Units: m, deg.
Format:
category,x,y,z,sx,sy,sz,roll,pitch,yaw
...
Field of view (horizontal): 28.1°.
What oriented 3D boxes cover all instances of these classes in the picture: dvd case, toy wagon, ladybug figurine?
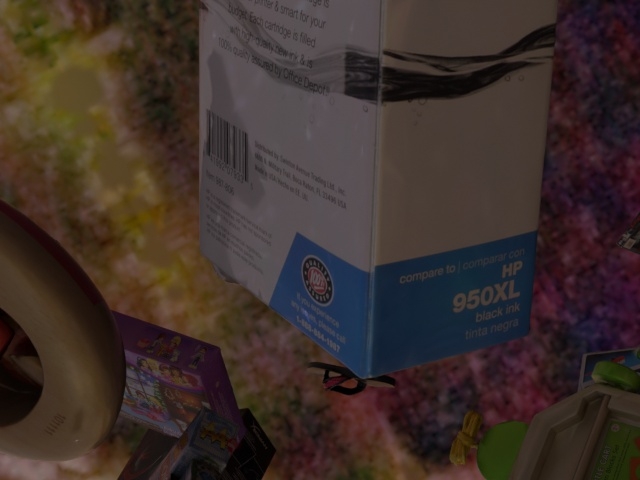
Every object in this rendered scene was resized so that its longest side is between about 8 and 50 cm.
category,x,y,z,sx,sy,sz,roll,pitch,yaw
dvd case,0.484,-0.033,1.841,0.087,0.119,0.013,15,-158,-50
toy wagon,0.310,0.269,1.431,0.344,0.267,0.068,12,158,35
ladybug figurine,-0.408,0.068,1.501,0.449,0.305,0.162,40,-145,-3

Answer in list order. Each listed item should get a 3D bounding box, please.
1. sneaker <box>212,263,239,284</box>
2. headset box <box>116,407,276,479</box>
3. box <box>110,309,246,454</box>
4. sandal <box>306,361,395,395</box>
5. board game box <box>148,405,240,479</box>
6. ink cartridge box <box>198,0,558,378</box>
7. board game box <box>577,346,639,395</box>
category,x,y,z,sx,sy,sz,roll,pitch,yaw
sneaker,0.000,0.000,1.785,0.153,0.282,0.099,140,118,-67
headset box,-0.234,0.425,2.110,0.110,0.218,0.293,60,-142,-26
box,-0.258,0.187,1.794,0.293,0.057,0.201,16,142,24
sandal,0.039,0.213,1.924,0.067,0.040,0.179,20,170,-38
board game box,-0.175,0.320,1.624,0.060,0.194,0.194,30,-167,-12
ink cartridge box,0.032,-0.138,0.991,0.285,0.166,0.395,34,128,53
board game box,0.457,0.216,1.566,0.053,0.305,0.193,41,-129,-38
